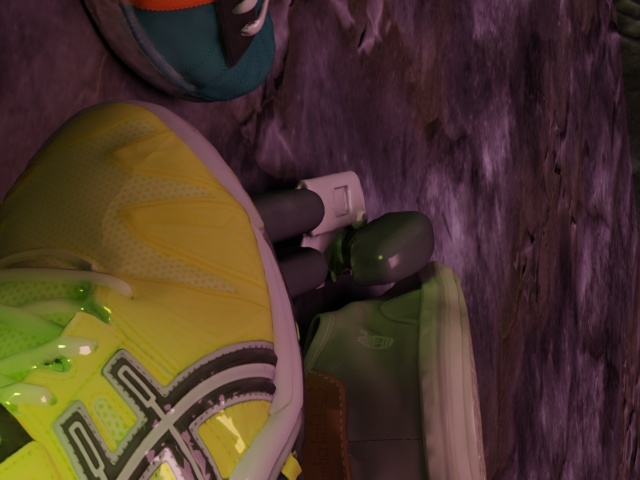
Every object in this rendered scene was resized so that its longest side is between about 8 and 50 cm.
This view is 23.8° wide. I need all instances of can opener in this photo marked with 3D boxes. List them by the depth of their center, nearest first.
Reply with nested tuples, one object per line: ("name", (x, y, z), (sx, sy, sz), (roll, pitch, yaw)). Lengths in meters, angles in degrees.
("can opener", (0.000, 0.000, 0.979), (0.283, 0.095, 0.076), (-19, 106, -69))

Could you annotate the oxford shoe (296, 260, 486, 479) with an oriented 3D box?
("oxford shoe", (0.047, 0.106, 1.083), (0.449, 0.130, 0.169), (-9, 91, -85))

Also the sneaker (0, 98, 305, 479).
("sneaker", (-0.102, 0.092, 0.502), (0.147, 0.145, 0.385), (63, 29, -48))

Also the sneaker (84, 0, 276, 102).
("sneaker", (-0.064, -0.176, 0.776), (0.302, 0.121, 0.108), (61, 34, -52))
